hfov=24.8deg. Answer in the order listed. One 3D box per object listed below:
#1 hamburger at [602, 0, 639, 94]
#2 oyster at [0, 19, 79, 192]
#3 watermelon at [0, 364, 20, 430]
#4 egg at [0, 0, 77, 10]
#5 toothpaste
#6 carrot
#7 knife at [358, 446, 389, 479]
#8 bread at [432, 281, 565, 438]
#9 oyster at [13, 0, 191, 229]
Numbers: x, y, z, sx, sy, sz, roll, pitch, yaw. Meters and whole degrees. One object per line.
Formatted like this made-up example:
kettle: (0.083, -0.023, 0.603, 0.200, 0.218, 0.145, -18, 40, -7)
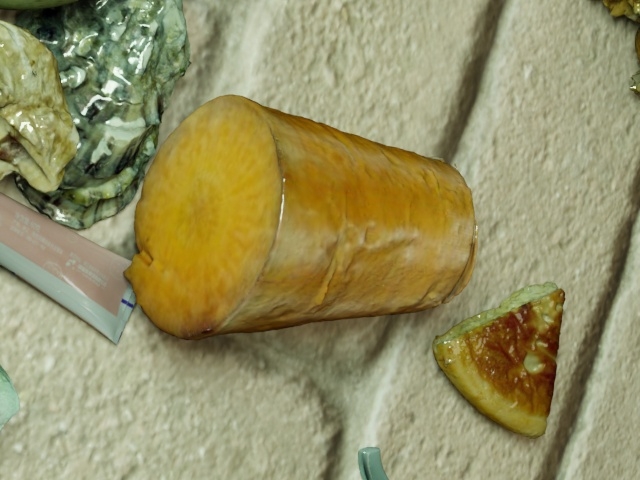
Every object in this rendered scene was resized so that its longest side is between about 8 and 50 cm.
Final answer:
hamburger: (0.390, -0.250, 1.422, 0.211, 0.260, 0.245, 45, 21, -9)
oyster: (-0.273, -0.122, 1.018, 0.232, 0.161, 0.107, 29, 51, -25)
watermelon: (-0.300, 0.078, 1.033, 0.094, 0.081, 0.180, -42, 96, -10)
egg: (-0.197, -0.251, 1.022, 0.228, 0.177, 0.177, 1, 89, 3)
toothpaste: (-0.214, 0.007, 1.109, 0.194, 0.043, 0.067, 36, 64, -35)
carrot: (0.000, 0.000, 1.166, 0.254, 0.196, 0.196, 10, 83, -40)
knife: (0.081, 0.276, 1.318, 0.028, 0.015, 0.210, -36, 109, -35)
bread: (0.180, 0.124, 1.365, 0.154, 0.054, 0.136, -26, 102, -26)
oyster: (-0.158, -0.143, 1.137, 0.252, 0.087, 0.199, -41, 111, -15)
